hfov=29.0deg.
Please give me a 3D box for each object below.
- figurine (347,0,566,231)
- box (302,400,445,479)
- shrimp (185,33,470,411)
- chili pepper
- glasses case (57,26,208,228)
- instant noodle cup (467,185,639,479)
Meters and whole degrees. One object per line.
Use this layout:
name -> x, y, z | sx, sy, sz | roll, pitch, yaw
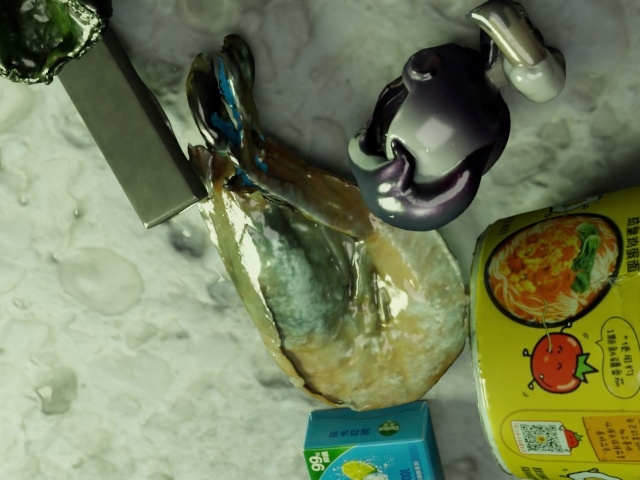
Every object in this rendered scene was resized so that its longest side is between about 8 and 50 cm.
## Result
figurine -> 0.125, -0.106, 1.125 | 0.222, 0.145, 0.145 | -40, 108, 19
box -> 0.069, 0.283, 1.403 | 0.139, 0.073, 0.194 | -8, 119, 12
shrimp -> 0.000, 0.000, 1.235 | 0.221, 0.110, 0.446 | -25, 118, 15
chili pepper -> -0.305, -0.230, 1.139 | 0.264, 0.116, 0.148 | 7, 81, 12
glasses case -> -0.181, -0.107, 1.183 | 0.072, 0.042, 0.190 | -32, 87, 32
instant noodle cup -> 0.290, 0.088, 1.134 | 0.254, 0.325, 0.325 | -6, 120, 23
